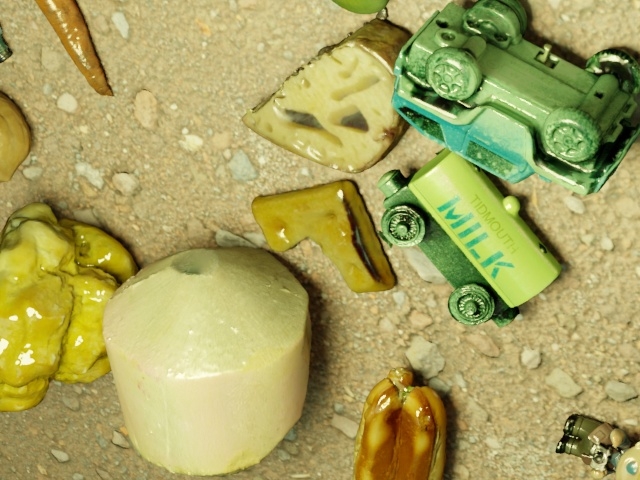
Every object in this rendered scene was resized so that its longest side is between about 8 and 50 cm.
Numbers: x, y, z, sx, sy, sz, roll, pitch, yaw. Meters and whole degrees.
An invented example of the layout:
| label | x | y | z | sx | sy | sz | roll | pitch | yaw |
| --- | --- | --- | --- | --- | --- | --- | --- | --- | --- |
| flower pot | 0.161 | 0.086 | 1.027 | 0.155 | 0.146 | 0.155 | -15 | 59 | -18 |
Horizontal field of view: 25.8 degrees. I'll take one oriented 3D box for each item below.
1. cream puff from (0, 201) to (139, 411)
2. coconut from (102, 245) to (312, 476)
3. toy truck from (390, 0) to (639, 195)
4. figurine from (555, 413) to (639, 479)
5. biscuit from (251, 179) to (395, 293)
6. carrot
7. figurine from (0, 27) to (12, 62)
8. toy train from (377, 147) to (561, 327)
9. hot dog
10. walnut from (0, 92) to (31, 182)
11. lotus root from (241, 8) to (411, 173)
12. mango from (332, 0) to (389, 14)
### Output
| label | x | y | z | sx | sy | sz | roll | pitch | yaw |
| --- | --- | --- | --- | --- | --- | --- | --- | --- | --- |
| cream puff | -0.392 | 0.115 | 2.075 | 0.257 | 0.324 | 0.291 | 19 | 102 | -14 |
| coconut | -0.152 | 0.148 | 1.965 | 0.297 | 0.297 | 0.309 | 18 | 130 | 22 |
| toy truck | 0.228 | -0.164 | 1.604 | 0.279 | 0.155 | 0.156 | 30 | 140 | 12 |
| figurine | 0.405 | 0.292 | 1.831 | 0.196 | 0.108 | 0.114 | 27 | 108 | 24 |
| biscuit | 0.000 | 0.000 | 1.933 | 0.183 | 0.039 | 0.174 | -5 | 119 | 35 |
| carrot | -0.350 | -0.292 | 1.952 | 0.057 | 0.057 | 0.224 | -8 | 119 | 36 |
| figurine | -0.513 | -0.316 | 2.024 | 0.086 | 0.087 | 0.149 | -31 | 104 | 4 |
| toy train | 0.190 | -0.010 | 1.770 | 0.157 | 0.105 | 0.253 | -37 | 98 | 29 |
| hot dog | 0.117 | 0.315 | 2.031 | 0.135 | 0.100 | 0.337 | 14 | 128 | 14 |
| walnut | -0.517 | -0.155 | 2.093 | 0.166 | 0.149 | 0.166 | 1 | 96 | 7 |
| lotus root | 0.030 | -0.172 | 1.776 | 0.170 | 0.074 | 0.261 | 45 | 134 | -5 |
| mango | 0.032 | -0.355 | 1.643 | 0.130 | 0.092 | 0.194 | -5 | 126 | 33 |
